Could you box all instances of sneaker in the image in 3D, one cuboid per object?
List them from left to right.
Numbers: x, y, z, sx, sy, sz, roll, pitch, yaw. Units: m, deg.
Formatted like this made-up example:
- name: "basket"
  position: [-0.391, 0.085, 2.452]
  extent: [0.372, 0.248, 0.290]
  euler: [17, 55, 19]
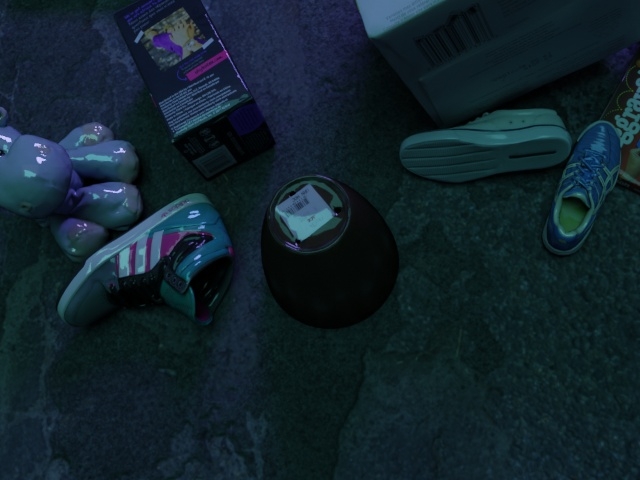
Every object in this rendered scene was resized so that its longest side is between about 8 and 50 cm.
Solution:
- name: "sneaker"
  position: [-0.249, 0.075, 0.940]
  extent: [0.295, 0.124, 0.178]
  euler: [-39, 62, -6]
- name: "sneaker"
  position: [0.255, -0.155, 0.962]
  extent: [0.258, 0.094, 0.091]
  euler: [-1, 46, 10]
- name: "sneaker"
  position: [0.391, -0.079, 0.893]
  extent: [0.080, 0.081, 0.211]
  euler: [18, 86, 17]

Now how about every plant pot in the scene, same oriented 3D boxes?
- name: "plant pot"
  position: [0.000, 0.000, 0.864]
  extent: [0.215, 0.230, 0.216]
  euler: [-3, 72, 8]

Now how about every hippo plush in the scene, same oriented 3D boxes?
- name: "hippo plush"
  position: [-0.441, -0.124, 0.966]
  extent: [0.294, 0.236, 0.234]
  euler: [26, 78, 15]

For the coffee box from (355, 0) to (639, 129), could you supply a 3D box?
- name: "coffee box"
  position: [0.228, -0.418, 0.855]
  extent: [0.337, 0.338, 0.335]
  euler: [-22, 71, 21]

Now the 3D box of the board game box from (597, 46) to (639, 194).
- name: "board game box"
  position: [0.532, -0.206, 0.958]
  extent: [0.145, 0.027, 0.281]
  euler: [29, 79, 17]

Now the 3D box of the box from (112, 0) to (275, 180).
- name: "box"
  position: [-0.207, -0.265, 1.013]
  extent: [0.143, 0.165, 0.270]
  euler: [-28, 70, 0]
